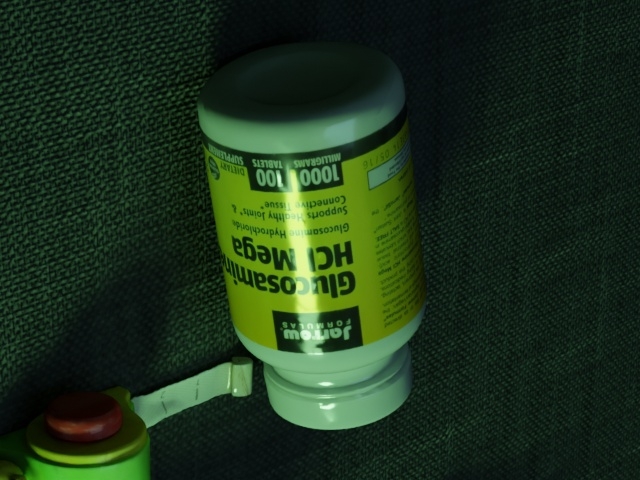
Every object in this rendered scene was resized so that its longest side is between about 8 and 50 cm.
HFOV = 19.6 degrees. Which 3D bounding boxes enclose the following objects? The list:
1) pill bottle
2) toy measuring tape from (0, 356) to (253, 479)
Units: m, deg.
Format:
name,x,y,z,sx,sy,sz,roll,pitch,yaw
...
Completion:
name,x,y,z,sx,sy,sz,roll,pitch,yaw
pill bottle,0.000,0.000,1.712,0.188,0.188,0.334,-30,125,-34
toy measuring tape,-0.161,0.181,1.679,0.330,0.121,0.121,-17,118,-40
